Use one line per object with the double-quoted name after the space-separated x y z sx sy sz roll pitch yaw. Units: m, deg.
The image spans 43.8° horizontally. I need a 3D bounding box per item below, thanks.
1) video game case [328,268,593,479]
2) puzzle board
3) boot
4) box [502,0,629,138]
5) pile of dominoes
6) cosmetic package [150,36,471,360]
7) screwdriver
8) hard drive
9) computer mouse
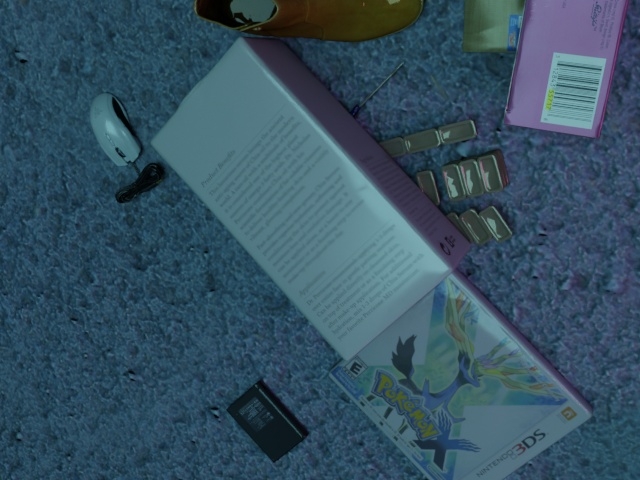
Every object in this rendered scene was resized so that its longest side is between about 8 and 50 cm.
0.223 0.250 1.324 0.329 0.036 0.300 46 115 3 "video game case"
0.258 -0.338 1.155 0.097 0.011 0.128 5 108 17 "puzzle board"
-0.014 -0.332 1.145 0.295 0.211 0.104 3 107 19 "boot"
0.325 -0.258 1.026 0.117 0.243 0.213 12 108 16 "box"
0.171 -0.077 1.261 0.251 0.040 0.195 -11 102 31 "pile of dominoes"
-0.014 -0.070 1.219 0.230 0.161 0.453 -43 86 24 "cosmetic package"
0.070 -0.223 1.252 0.170 0.024 0.025 -48 57 22 "screwdriver"
-0.099 0.336 1.472 0.135 0.022 0.094 48 115 2 "hard drive"
-0.360 -0.168 1.410 0.106 0.042 0.193 -25 96 25 "computer mouse"
